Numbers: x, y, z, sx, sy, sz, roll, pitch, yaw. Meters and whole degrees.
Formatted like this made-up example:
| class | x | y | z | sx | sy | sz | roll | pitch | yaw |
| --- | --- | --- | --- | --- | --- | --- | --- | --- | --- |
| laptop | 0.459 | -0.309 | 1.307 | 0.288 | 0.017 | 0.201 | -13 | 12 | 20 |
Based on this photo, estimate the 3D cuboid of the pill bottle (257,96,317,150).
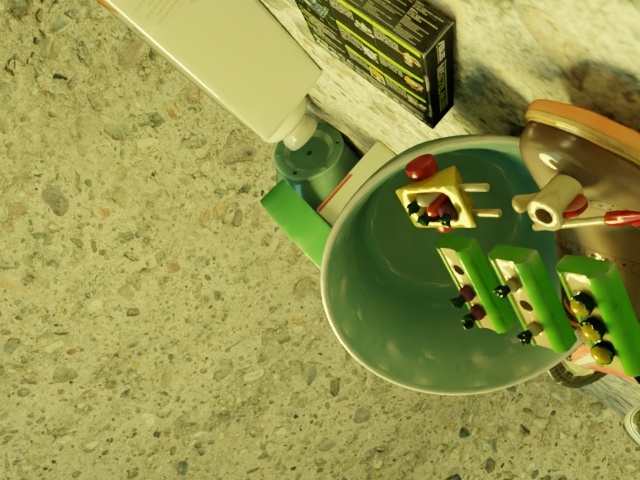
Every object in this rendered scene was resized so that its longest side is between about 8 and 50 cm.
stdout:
| class | x | y | z | sx | sy | sz | roll | pitch | yaw |
| --- | --- | --- | --- | --- | --- | --- | --- | --- | --- |
| pill bottle | -0.131 | -0.321 | 1.311 | 0.264 | 0.146 | 0.146 | 39 | -178 | -24 |

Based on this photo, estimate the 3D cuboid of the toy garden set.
| class | x | y | z | sx | sy | sz | roll | pitch | yaw |
| --- | --- | --- | --- | --- | --- | --- | --- | --- | --- |
| toy garden set | 0.171 | 0.028 | 0.458 | 0.244 | 0.049 | 0.204 | 13 | 140 | 58 |

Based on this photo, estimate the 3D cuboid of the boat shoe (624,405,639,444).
| class | x | y | z | sx | sy | sz | roll | pitch | yaw |
| --- | --- | --- | --- | --- | --- | --- | --- | --- | --- |
| boat shoe | 0.910 | 0.502 | 1.380 | 0.335 | 0.121 | 0.119 | 29 | 170 | 22 |

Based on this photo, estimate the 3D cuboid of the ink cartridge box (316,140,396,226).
| class | x | y | z | sx | sy | sz | roll | pitch | yaw |
| --- | --- | --- | --- | --- | --- | --- | --- | --- | --- |
| ink cartridge box | 0.099 | -0.097 | 1.305 | 0.114 | 0.197 | 0.273 | 42 | -178 | 2 |

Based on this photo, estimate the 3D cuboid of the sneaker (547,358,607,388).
| class | x | y | z | sx | sy | sz | roll | pitch | yaw |
| --- | --- | --- | --- | --- | --- | --- | --- | --- | --- |
| sneaker | 0.474 | 0.163 | 1.303 | 0.410 | 0.158 | 0.182 | 44 | -163 | -21 |

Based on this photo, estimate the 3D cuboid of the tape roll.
| class | x | y | z | sx | sy | sz | roll | pitch | yaw |
| --- | --- | --- | --- | --- | --- | --- | --- | --- | --- |
| tape roll | 0.000 | 0.000 | 1.315 | 0.321 | 0.077 | 0.321 | 45 | -178 | -2 |

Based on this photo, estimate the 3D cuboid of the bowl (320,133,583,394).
| class | x | y | z | sx | sy | sz | roll | pitch | yaw |
| --- | --- | --- | --- | --- | --- | --- | --- | --- | --- |
| bowl | 0.156 | 0.007 | 0.665 | 0.311 | 0.311 | 0.163 | 39 | -159 | -17 |

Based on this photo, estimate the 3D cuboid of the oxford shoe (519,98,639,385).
| class | x | y | z | sx | sy | sz | roll | pitch | yaw |
| --- | --- | --- | --- | --- | --- | --- | --- | --- | --- |
| oxford shoe | 0.262 | 0.027 | 0.492 | 0.363 | 0.133 | 0.130 | 39 | -178 | -30 |

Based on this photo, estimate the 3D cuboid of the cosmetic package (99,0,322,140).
| class | x | y | z | sx | sy | sz | roll | pitch | yaw |
| --- | --- | --- | --- | --- | --- | --- | --- | --- | --- |
| cosmetic package | -0.229 | -0.380 | 0.932 | 0.453 | 0.161 | 0.230 | 37 | -177 | -41 |

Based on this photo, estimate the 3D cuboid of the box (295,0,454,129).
| class | x | y | z | sx | sy | sz | roll | pitch | yaw |
| --- | --- | --- | --- | --- | --- | --- | --- | --- | --- |
| box | 0.051 | -0.211 | 0.590 | 0.190 | 0.045 | 0.184 | 41 | 180 | 17 |

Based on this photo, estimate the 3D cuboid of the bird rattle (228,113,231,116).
| class | x | y | z | sx | sy | sz | roll | pitch | yaw |
| --- | --- | --- | --- | --- | --- | --- | --- | --- | --- |
| bird rattle | -0.198 | -0.408 | 1.610 | 0.206 | 0.143 | 0.253 | 20 | -166 | -28 |

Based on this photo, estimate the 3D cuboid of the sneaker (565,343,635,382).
| class | x | y | z | sx | sy | sz | roll | pitch | yaw |
| --- | --- | --- | --- | --- | --- | --- | --- | --- | --- |
| sneaker | 0.492 | 0.188 | 0.934 | 0.136 | 0.116 | 0.314 | 39 | -179 | 23 |

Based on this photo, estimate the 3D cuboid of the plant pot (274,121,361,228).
| class | x | y | z | sx | sy | sz | roll | pitch | yaw |
| --- | --- | --- | --- | --- | --- | --- | --- | --- | --- |
| plant pot | -0.001 | -0.163 | 1.535 | 0.271 | 0.271 | 0.255 | 41 | 168 | 30 |
